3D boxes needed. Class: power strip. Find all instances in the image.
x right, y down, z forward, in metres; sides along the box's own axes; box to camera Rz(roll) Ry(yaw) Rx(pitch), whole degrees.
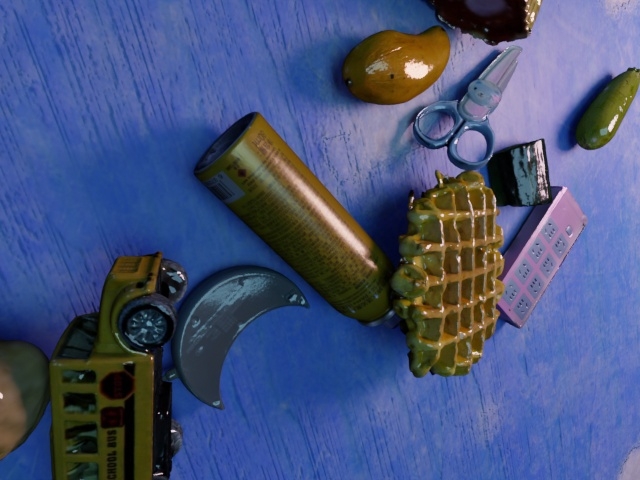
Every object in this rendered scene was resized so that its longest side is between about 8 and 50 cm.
[{"bbox_3d":[-0.120,0.118,0.600,0.216,0.044,0.137,-47,116,-15],"label":"power strip"},{"bbox_3d":[0.392,0.029,0.869,0.109,0.037,0.279,43,77,-26],"label":"power strip"}]

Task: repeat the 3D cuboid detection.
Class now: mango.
[{"bbox_3d":[0.107,-0.239,0.653,0.190,0.075,0.098,-26,118,-30],"label":"mango"}]

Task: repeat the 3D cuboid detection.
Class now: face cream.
[{"bbox_3d":[0.000,0.000,0.613,0.349,0.105,0.105,46,76,-26],"label":"face cream"}]

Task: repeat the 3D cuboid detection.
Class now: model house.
[{"bbox_3d":[0.239,-0.406,0.650,0.253,0.160,0.196,23,86,-31],"label":"model house"}]

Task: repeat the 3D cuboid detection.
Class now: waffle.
[{"bbox_3d":[0.204,0.042,0.700,0.329,0.062,0.330,-2,93,-48],"label":"waffle"}]

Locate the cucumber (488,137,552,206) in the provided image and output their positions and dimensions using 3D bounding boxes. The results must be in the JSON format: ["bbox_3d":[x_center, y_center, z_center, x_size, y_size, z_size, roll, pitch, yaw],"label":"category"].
[{"bbox_3d":[0.351,-0.110,0.813,0.116,0.062,0.115,-20,103,-26],"label":"cucumber"}]

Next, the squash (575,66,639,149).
[{"bbox_3d":[0.544,-0.250,0.892,0.066,0.066,0.201,45,76,-26],"label":"squash"}]

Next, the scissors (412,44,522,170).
[{"bbox_3d":[0.248,-0.219,0.738,0.125,0.030,0.256,34,68,10],"label":"scissors"}]

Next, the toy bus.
[{"bbox_3d":[-0.207,0.182,0.493,0.122,0.121,0.336,2,107,-13],"label":"toy bus"}]

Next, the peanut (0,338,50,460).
[{"bbox_3d":[-0.425,0.129,0.362,0.386,0.169,0.193,5,86,-30],"label":"peanut"}]
